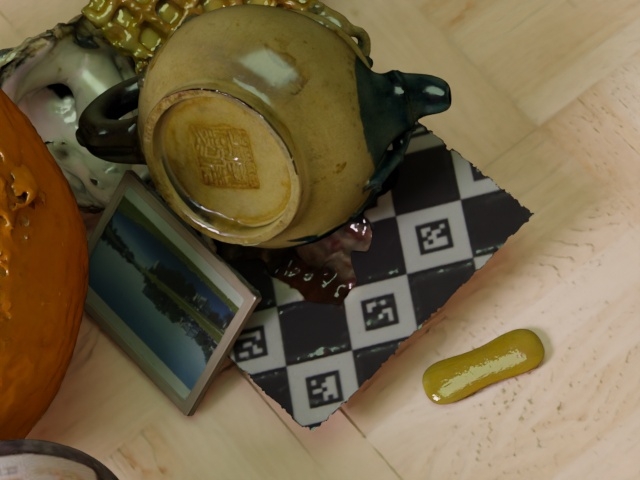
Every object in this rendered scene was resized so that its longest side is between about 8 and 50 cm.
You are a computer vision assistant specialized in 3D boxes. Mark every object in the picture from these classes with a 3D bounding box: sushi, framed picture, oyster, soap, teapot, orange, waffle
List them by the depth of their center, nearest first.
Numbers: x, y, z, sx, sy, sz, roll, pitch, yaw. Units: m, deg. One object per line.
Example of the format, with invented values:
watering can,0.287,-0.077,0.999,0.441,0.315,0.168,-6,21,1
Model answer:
orange,-0.324,0.025,1.311,0.340,0.293,0.340,0,77,-2
teapot,-0.040,-0.093,1.362,0.269,0.173,0.182,3,32,29
soap,0.113,0.088,1.366,0.089,0.012,0.034,-23,63,-4
framed picture,-0.114,0.037,1.387,0.149,0.011,0.109,42,115,27
sushi,0.000,0.000,1.410,0.219,0.047,0.231,-44,62,-8
waffle,-0.088,-0.192,1.478,0.191,0.038,0.191,0,94,-6
oyster,-0.183,-0.097,1.479,0.163,0.081,0.191,30,54,-4

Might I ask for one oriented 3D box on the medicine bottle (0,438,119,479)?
medicine bottle,-0.166,0.254,1.136,0.165,0.165,0.273,-21,34,-2
